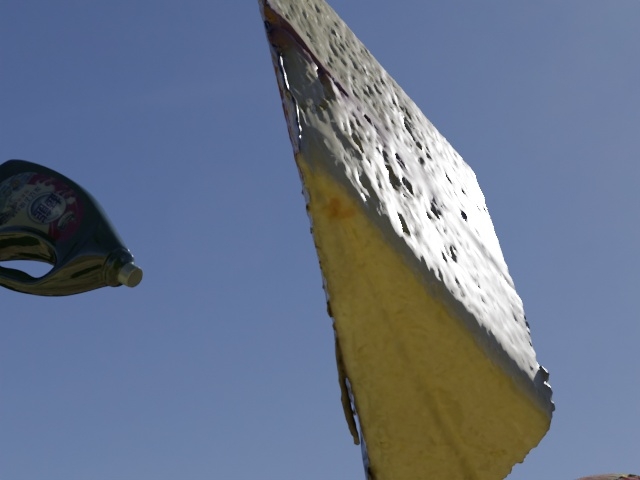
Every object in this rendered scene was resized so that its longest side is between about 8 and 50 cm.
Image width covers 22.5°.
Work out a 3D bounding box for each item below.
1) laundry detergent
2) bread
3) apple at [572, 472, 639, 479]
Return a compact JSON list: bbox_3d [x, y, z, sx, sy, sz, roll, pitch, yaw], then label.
[{"bbox_3d":[-0.274,0.003,1.658,0.211,0.137,0.063,29,-27,27],"label":"laundry detergent"},{"bbox_3d":[0.000,0.000,1.340,0.242,0.345,0.405,-40,-65,19],"label":"bread"},{"bbox_3d":[0.257,0.303,1.356,0.188,0.211,0.211,10,-21,15],"label":"apple"}]
